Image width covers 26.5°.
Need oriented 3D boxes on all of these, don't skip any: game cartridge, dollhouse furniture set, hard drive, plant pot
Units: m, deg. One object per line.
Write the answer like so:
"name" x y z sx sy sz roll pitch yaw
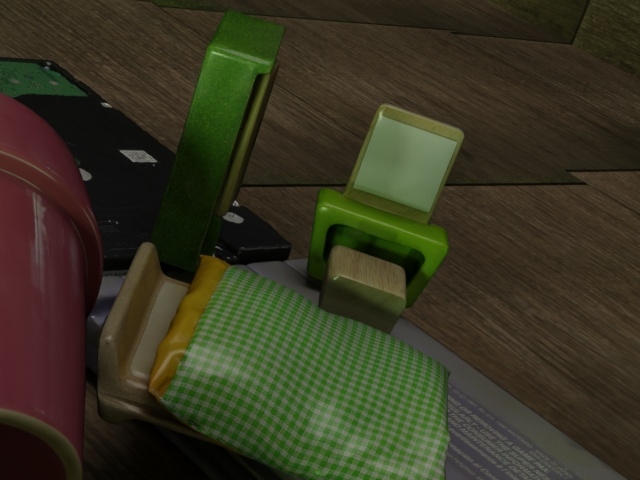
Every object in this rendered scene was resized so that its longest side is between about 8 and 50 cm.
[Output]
"game cartridge" 0.033 0.122 0.819 0.230 0.068 0.355 1 28 -48
"dollhouse furniture set" 0.000 0.000 0.789 0.197 0.151 0.301 19 22 -5
"hard drive" -0.214 -0.047 1.003 0.237 0.064 0.339 -3 32 -46
"plant pot" -0.191 0.051 0.631 0.201 0.201 0.180 7 39 -30
